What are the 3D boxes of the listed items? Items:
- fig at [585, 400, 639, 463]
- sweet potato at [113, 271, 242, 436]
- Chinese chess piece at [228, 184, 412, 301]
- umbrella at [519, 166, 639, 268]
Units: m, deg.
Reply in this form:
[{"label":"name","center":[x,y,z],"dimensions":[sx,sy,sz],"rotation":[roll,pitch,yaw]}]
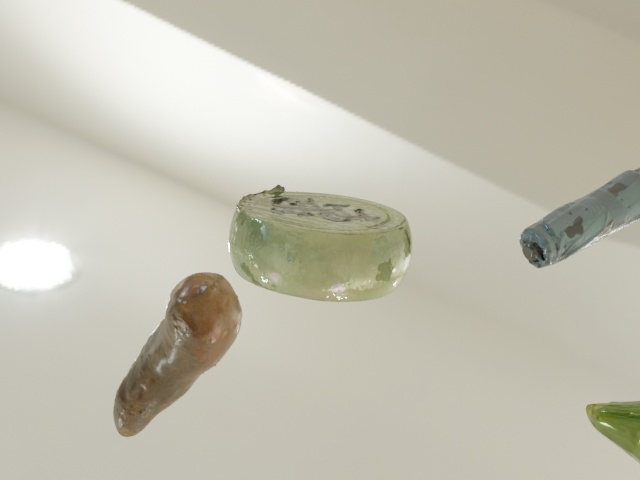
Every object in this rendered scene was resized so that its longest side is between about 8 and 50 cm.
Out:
[{"label":"fig","center":[0.348,0.168,0.842],"dimensions":[0.275,0.206,0.206],"rotation":[10,-147,14]},{"label":"sweet potato","center":[-0.170,0.137,1.270],"dimensions":[0.097,0.292,0.097],"rotation":[20,-140,-18]},{"label":"Chinese chess piece","center":[0.000,0.000,0.830],"dimensions":[0.144,0.058,0.144],"rotation":[5,-165,-1]},{"label":"umbrella","center":[0.310,-0.040,1.104],"dimensions":[0.250,0.052,0.053],"rotation":[-26,175,-23]}]
